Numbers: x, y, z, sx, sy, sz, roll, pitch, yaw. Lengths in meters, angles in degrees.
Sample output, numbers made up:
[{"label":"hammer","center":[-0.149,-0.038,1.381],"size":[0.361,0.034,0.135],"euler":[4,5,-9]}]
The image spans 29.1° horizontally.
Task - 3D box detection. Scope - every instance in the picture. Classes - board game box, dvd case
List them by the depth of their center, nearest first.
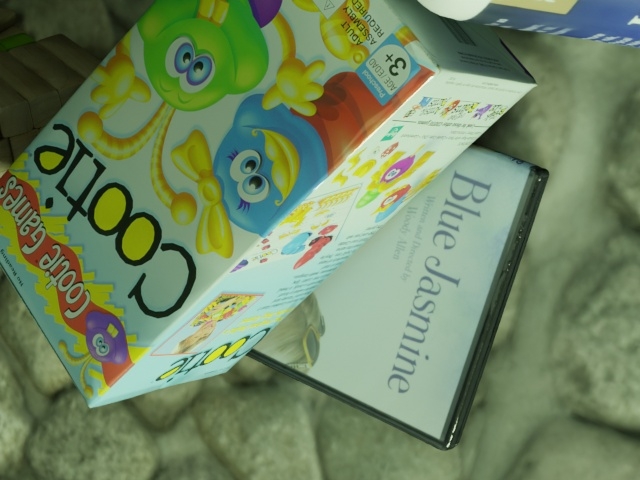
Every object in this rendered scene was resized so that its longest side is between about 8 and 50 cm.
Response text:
[{"label":"board game box","center":[-0.042,-0.051,0.697],"size":[0.275,0.144,0.142],"euler":[-43,73,24]},{"label":"dvd case","center":[0.000,0.000,0.774],"size":[0.253,0.022,0.180],"euler":[23,104,25]}]

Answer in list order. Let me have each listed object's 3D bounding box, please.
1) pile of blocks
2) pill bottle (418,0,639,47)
[{"label":"pile of blocks","center":[-0.294,-0.093,0.879],"size":[0.362,0.149,0.113],"euler":[15,127,26]},{"label":"pill bottle","center":[0.120,-0.167,0.550],"size":[0.264,0.153,0.153],"euler":[6,99,-13]}]
